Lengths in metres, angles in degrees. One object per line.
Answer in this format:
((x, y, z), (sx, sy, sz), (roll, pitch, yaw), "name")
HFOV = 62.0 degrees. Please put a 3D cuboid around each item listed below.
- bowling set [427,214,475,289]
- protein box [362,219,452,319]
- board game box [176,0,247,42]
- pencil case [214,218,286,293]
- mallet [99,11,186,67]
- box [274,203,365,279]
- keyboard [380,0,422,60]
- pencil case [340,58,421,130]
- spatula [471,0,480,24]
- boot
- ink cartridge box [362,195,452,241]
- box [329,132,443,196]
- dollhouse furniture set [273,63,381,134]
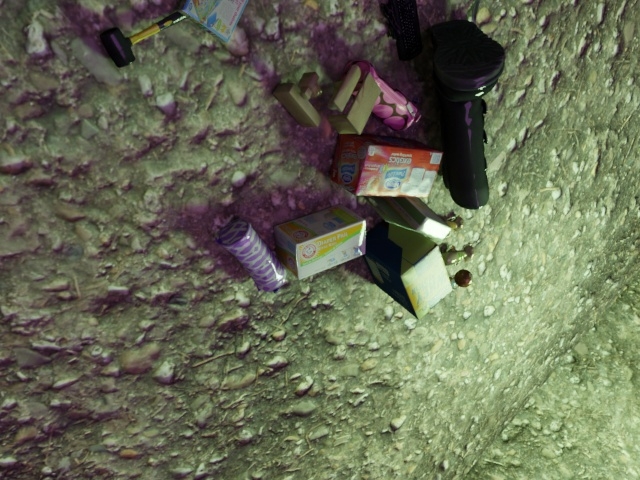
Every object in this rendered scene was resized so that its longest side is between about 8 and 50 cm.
((0.416, 0.087, 1.646), (0.154, 0.200, 0.286), (-14, 127, -32), "bowling set")
((0.235, 0.073, 1.491), (0.136, 0.200, 0.201), (-39, 133, -11), "protein box")
((-0.182, -0.458, 0.972), (0.103, 0.026, 0.154), (26, 90, -43), "board game box")
((-0.159, 0.039, 1.261), (0.088, 0.086, 0.206), (-26, 131, 7), "pencil case")
((-0.293, -0.369, 0.953), (0.190, 0.039, 0.062), (-31, 129, -24), "mallet")
((0.000, 0.000, 1.332), (0.203, 0.114, 0.103), (-20, 125, -26), "box")
((0.197, -0.507, 1.236), (0.100, 0.038, 0.192), (-34, 130, -16), "keyboard")
((0.144, -0.339, 1.253), (0.209, 0.098, 0.095), (23, 100, -42), "pencil case")
((0.397, -0.593, 1.339), (0.084, 0.030, 0.296), (9, 110, -35), "spatula")
((0.354, -0.262, 1.306), (0.146, 0.367, 0.444), (-2, 127, 11), "boot")
((0.217, -0.087, 1.403), (0.235, 0.171, 0.056), (19, 114, -42), "ink cartridge box")
((0.165, -0.189, 1.338), (0.257, 0.123, 0.128), (-3, 117, -36), "box")
((0.016, -0.323, 1.154), (0.144, 0.151, 0.123), (43, 65, -43), "dollhouse furniture set")
